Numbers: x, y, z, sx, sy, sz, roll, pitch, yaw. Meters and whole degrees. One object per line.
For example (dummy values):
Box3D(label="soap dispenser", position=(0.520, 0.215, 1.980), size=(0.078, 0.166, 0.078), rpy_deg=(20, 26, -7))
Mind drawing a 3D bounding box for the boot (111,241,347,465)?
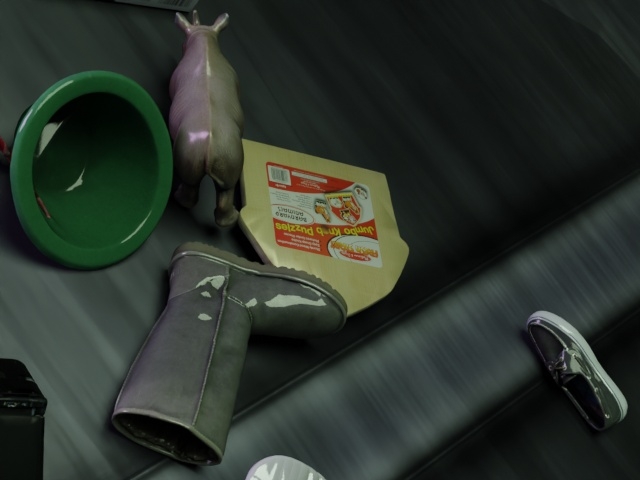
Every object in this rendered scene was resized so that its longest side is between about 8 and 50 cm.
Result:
Box3D(label="boot", position=(-0.076, 0.108, 1.501), size=(0.190, 0.076, 0.208), rpy_deg=(15, 41, -6))

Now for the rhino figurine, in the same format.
Box3D(label="rhino figurine", position=(-0.112, -0.138, 1.639), size=(0.073, 0.106, 0.243), rpy_deg=(-3, 52, -5))

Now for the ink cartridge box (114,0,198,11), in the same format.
Box3D(label="ink cartridge box", position=(-0.244, -0.414, 1.813), size=(0.176, 0.069, 0.371), rpy_deg=(3, 57, -32))

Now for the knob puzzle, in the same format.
Box3D(label="knob puzzle", position=(0.000, 0.000, 1.672), size=(0.213, 0.030, 0.213), rpy_deg=(19, 47, -22))

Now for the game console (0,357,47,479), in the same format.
Box3D(label="game console", position=(-0.291, 0.148, 1.366), size=(0.122, 0.071, 0.107), rpy_deg=(6, 23, -32))

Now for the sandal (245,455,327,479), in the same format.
Box3D(label="sandal", position=(0.009, 0.286, 1.426), size=(0.265, 0.076, 0.102), rpy_deg=(45, 54, -26))

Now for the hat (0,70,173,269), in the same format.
Box3D(label="hat", position=(-0.262, -0.089, 1.566), size=(0.173, 0.183, 0.208), rpy_deg=(-30, 119, -34))

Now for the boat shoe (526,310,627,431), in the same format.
Box3D(label="boat shoe", position=(0.260, 0.134, 1.731), size=(0.142, 0.049, 0.040), rpy_deg=(50, 45, 7))
